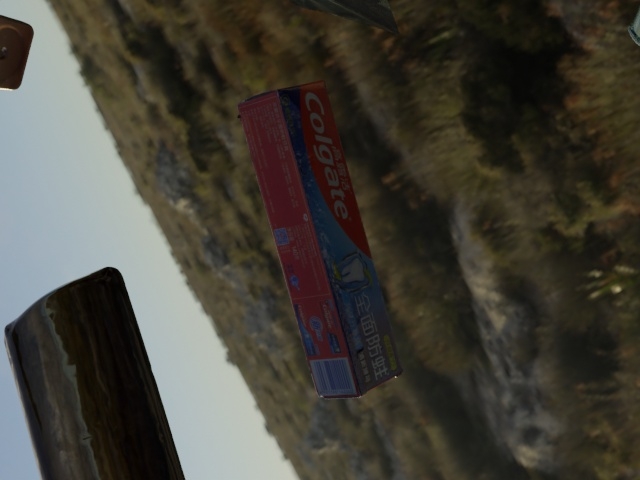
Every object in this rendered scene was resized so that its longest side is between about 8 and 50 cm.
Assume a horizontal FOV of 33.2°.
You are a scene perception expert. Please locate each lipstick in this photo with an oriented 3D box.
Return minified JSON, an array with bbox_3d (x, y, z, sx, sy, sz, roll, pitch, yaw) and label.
[{"bbox_3d":[-0.245,-0.130,0.656,0.145,0.045,0.045,19,-170,26],"label":"lipstick"}]

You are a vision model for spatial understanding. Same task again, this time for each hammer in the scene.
[{"bbox_3d":[-0.066,0.176,0.435,0.095,0.243,0.408,80,167,-56],"label":"hammer"}]

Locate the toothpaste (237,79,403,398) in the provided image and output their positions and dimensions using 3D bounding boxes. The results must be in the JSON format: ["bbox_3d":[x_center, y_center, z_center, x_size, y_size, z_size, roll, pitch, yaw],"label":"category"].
[{"bbox_3d":[0.001,0.000,1.107,0.066,0.076,0.320,-9,98,43],"label":"toothpaste"}]

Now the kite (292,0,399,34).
[{"bbox_3d":[-0.037,-0.280,0.809,0.015,0.169,0.309,-47,43,38],"label":"kite"}]

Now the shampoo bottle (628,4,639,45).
[{"bbox_3d":[0.494,-0.340,1.567,0.065,0.065,0.204,60,175,17],"label":"shampoo bottle"}]
